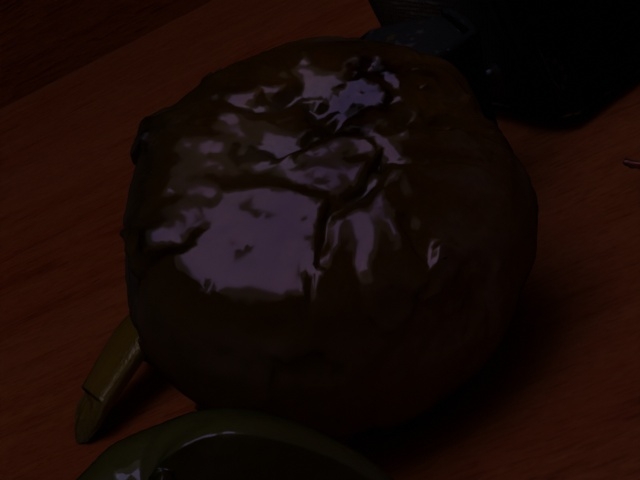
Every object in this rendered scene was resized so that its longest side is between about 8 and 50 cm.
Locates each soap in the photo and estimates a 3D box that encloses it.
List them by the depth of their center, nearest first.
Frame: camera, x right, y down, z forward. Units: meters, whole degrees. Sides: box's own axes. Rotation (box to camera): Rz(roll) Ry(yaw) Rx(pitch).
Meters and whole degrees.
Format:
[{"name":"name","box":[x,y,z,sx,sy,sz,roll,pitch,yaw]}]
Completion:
[{"name":"soap","box":[-0.230,0.147,1.442,0.169,0.033,0.089,-61,23,-14]}]

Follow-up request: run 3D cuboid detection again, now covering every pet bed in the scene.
[{"name":"pet bed","box":[0.127,-0.126,1.420,0.159,0.211,0.183,-9,29,21]}]

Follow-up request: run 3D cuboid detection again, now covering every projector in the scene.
[{"name":"projector","box":[0.295,-0.361,1.640,0.395,0.242,0.405,-36,24,-11]}]

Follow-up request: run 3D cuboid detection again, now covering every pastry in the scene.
[{"name":"pastry","box":[0.000,0.000,1.196,0.409,0.245,0.410,-4,52,5]}]

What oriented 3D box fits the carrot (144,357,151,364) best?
[{"name":"carrot","box":[-0.129,0.129,1.396,0.070,0.070,0.342,-42,25,-24]}]

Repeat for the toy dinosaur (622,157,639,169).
[{"name":"toy dinosaur","box":[0.391,-0.083,1.195,0.055,0.101,0.279,-25,10,-26]}]

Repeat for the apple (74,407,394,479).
[{"name":"apple","box":[-0.059,0.251,0.844,0.292,0.254,0.292,-29,20,12]}]
